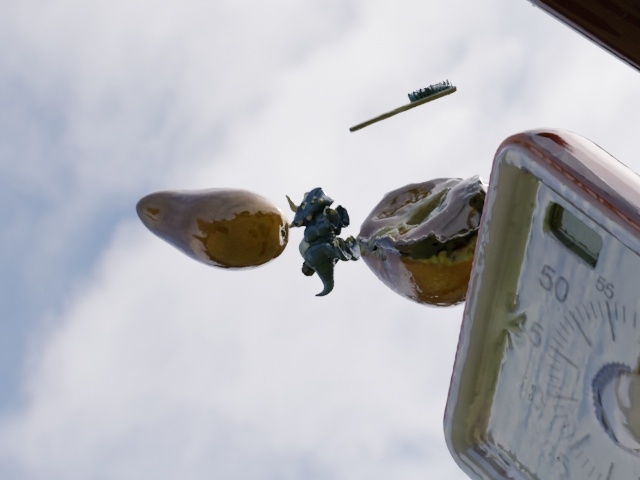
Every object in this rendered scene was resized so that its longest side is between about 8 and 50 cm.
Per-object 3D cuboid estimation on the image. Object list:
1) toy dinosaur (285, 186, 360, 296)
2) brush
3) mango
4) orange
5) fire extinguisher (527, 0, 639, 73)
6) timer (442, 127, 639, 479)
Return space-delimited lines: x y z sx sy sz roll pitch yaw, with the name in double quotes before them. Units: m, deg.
"toy dinosaur" 0.000 0.000 1.387 0.047 0.083 0.030 -25 -13 32
"brush" 0.058 -0.096 1.284 0.083 0.016 0.013 -23 -88 -5
"mango" -0.109 -0.014 1.835 0.102 0.184 0.085 2 -86 -48
"orange" 0.112 0.003 1.634 0.160 0.112 0.170 -16 9 31
"fire extinguisher" 0.269 -0.227 1.706 0.269 0.105 0.105 32 -69 -1
"timer" 0.201 0.079 1.035 0.161 0.257 0.250 -31 -40 -21
